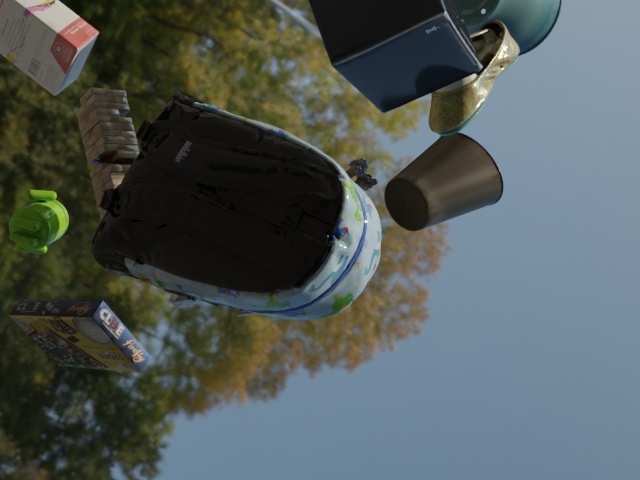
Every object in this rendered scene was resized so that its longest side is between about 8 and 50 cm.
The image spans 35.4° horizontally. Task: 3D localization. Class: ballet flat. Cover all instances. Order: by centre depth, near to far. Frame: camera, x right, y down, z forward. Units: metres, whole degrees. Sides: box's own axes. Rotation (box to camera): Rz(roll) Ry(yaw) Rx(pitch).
[{"bbox_3d":[0.291,-0.334,1.985,0.123,0.123,0.348,-30,-166,47],"label":"ballet flat"}]

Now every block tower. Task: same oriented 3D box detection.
[{"bbox_3d":[-0.457,-0.169,2.241,0.091,0.097,0.335,-30,-111,46],"label":"block tower"}]

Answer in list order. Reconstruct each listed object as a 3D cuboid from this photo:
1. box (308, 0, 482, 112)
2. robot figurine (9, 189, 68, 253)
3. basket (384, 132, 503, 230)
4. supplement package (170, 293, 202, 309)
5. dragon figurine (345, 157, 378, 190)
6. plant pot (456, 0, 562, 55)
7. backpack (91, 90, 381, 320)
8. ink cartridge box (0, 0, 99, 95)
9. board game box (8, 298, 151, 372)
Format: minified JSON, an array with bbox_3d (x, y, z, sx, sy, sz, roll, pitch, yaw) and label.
[{"bbox_3d":[0.101,-0.474,1.790,0.212,0.293,0.395,-23,-107,16],"label":"box"},{"bbox_3d":[-0.421,-0.025,1.505,0.115,0.067,0.101,-54,158,-70],"label":"robot figurine"},{"bbox_3d":[0.262,-0.122,2.241,0.227,0.204,0.154,-28,157,-37],"label":"basket"},{"bbox_3d":[-0.164,-0.014,1.696,0.149,0.203,0.194,-41,-114,59],"label":"supplement package"},{"bbox_3d":[0.005,-0.102,2.237,0.144,0.085,0.289,-30,-174,-37],"label":"dragon figurine"},{"bbox_3d":[0.392,-0.574,2.340,0.272,0.255,0.271,2,-85,32],"label":"plant pot"},{"bbox_3d":[-0.089,-0.027,1.377,0.356,0.273,0.290,10,-111,43],"label":"backpack"},{"bbox_3d":[-0.457,-0.335,1.562,0.115,0.198,0.067,-48,-174,43],"label":"ink cartridge box"},{"bbox_3d":[-0.460,0.181,1.912,0.243,0.165,0.042,-1,-134,36],"label":"board game box"}]
